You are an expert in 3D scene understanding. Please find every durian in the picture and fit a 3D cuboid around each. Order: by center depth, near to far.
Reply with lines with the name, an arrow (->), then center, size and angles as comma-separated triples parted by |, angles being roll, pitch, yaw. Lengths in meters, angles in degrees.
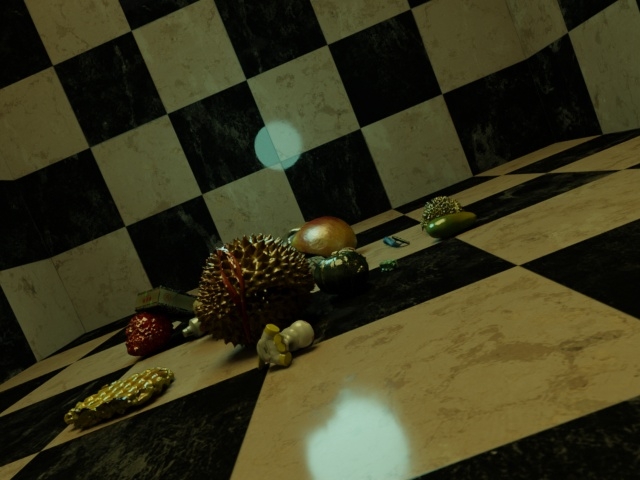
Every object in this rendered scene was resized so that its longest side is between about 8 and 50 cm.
durian -> -0.197, 0.150, 1.505 | 0.384, 0.348, 0.347 | -41, 15, -36
durian -> 0.515, -0.122, 2.183 | 0.193, 0.138, 0.237 | -27, 7, -39

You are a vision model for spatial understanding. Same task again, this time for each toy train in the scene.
toy train -> 0.247, 0.086, 1.782 | 0.053, 0.033, 0.083 | -22, 5, -34

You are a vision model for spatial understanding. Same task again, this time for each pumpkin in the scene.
pumpkin -> 0.072, 0.109, 1.672 | 0.190, 0.146, 0.190 | -1, 13, 0

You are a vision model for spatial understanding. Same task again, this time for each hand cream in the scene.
hand cream -> -0.402, 0.307, 2.032 | 0.340, 0.078, 0.124 | -24, -29, -31

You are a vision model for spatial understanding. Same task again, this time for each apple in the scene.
apple -> 0.000, 0.000, 2.438 | 0.346, 0.179, 0.254 | 9, 39, 32

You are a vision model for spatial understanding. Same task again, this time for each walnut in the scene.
walnut -> -0.089, 0.025, 2.686 | 0.273, 0.227, 0.273 | -26, 6, 3

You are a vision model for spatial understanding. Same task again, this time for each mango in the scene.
mango -> 0.506, -0.059, 1.942 | 0.191, 0.086, 0.122 | -13, -6, -6

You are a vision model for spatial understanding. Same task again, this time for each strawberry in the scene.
strawberry -> -0.710, 0.390, 2.049 | 0.184, 0.186, 0.201 | 106, -172, -49

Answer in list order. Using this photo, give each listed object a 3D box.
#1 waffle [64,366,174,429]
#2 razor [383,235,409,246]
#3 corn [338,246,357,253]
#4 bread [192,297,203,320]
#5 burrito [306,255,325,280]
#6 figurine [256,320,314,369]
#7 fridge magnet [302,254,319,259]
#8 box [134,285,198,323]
waffle -> -0.578, 0.448, 1.443 | 0.311, 0.060, 0.307 | -25, 4, -22
razor -> 0.321, 0.005, 2.230 | 0.082, 0.042, 0.253 | 20, 0, -7
corn -> 0.107, 0.079, 2.083 | 0.098, 0.098, 0.290 | -21, 5, 14
bread -> -0.320, 0.238, 1.872 | 0.305, 0.159, 0.305 | -21, -2, -1
burrito -> -0.149, 0.151, 2.103 | 0.445, 0.101, 0.139 | -12, 21, -30
figurine -> -0.084, 0.252, 1.257 | 0.178, 0.109, 0.129 | -23, -17, -45
fridge magnet -> -0.100, 0.123, 2.470 | 0.208, 0.088, 0.208 | -17, 4, 1
box -> -0.603, 0.285, 2.135 | 0.198, 0.084, 0.310 | -17, -30, 41
